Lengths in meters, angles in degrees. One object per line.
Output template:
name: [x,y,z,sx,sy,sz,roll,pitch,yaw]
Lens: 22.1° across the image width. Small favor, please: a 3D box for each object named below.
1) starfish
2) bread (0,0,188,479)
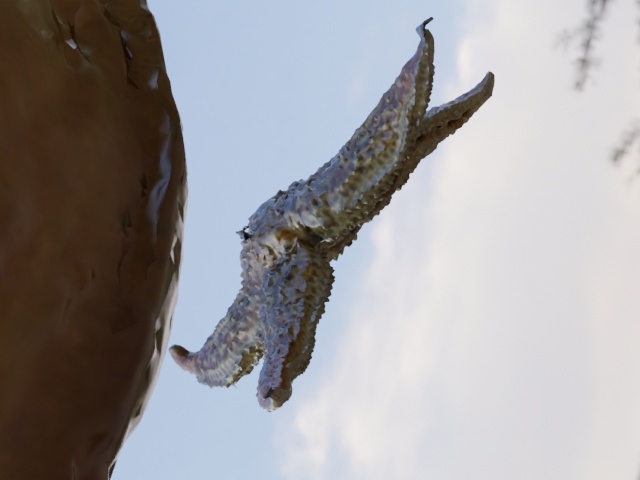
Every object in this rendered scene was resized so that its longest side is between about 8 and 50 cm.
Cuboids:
starfish: [0.010,-0.023,1.117,0.293,0.084,0.301,-53,6,-9]
bread: [-0.172,0.050,0.346,0.340,0.179,0.194,-33,-45,-1]
